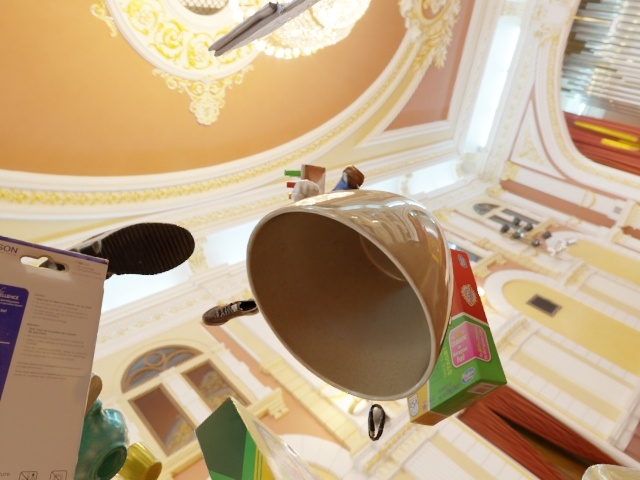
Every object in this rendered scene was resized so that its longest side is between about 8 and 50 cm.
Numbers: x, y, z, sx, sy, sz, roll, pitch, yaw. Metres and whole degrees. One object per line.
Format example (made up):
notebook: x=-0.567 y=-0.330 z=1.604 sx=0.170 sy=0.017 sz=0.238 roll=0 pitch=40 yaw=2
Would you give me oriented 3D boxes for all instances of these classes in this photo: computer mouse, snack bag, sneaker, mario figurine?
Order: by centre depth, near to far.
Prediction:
mario figurine: x=0.000 y=0.000 z=0.940 sx=0.320 sy=0.198 sz=0.170 roll=-46 pitch=-25 yaw=0
sneaker: x=-0.439 y=0.018 z=1.003 sx=0.330 sy=0.146 sz=0.123 roll=-13 pitch=-72 yaw=-2
snack bag: x=-0.060 y=-0.531 z=1.013 sx=0.037 sy=0.342 sz=0.323 roll=60 pitch=-152 yaw=-21
computer mouse: x=0.116 y=0.377 z=1.137 sx=0.071 sy=0.242 sz=0.041 roll=-33 pitch=-44 yaw=28
sneaker: x=-0.274 y=0.211 z=1.389 sx=0.188 sy=0.066 sz=0.071 roll=-13 pitch=-26 yaw=-17

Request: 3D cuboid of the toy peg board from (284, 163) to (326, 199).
toy peg board: x=-0.052 y=-0.151 z=1.385 sx=0.161 sy=0.079 sz=0.161 roll=-13 pitch=-72 yaw=-67

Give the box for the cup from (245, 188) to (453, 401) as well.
cup: x=0.079 y=0.050 z=0.729 sx=0.237 sy=0.331 sz=0.331 roll=-38 pitch=-39 yaw=-42

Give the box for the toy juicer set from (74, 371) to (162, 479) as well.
toy juicer set: x=-0.382 y=0.358 z=0.693 sx=0.209 sy=0.089 sz=0.329 roll=-50 pitch=-31 yaw=-37

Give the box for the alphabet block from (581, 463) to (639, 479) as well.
alphabet block: x=0.296 y=0.309 z=0.302 sx=0.197 sy=0.193 sz=0.193 roll=-64 pitch=-22 yaw=-72

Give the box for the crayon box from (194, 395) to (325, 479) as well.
crayon box: x=-0.045 y=0.490 z=0.805 sx=0.106 sy=0.313 sz=0.363 roll=-43 pitch=-64 yaw=-11

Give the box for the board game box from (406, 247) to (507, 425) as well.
board game box: x=0.264 y=0.210 z=0.998 sx=0.064 sy=0.317 sz=0.242 roll=16 pitch=-45 yaw=-19

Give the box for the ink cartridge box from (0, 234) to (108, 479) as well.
ink cartridge box: x=-0.369 y=0.160 z=0.542 sx=0.165 sy=0.333 sz=0.065 roll=20 pitch=-40 yaw=-34
